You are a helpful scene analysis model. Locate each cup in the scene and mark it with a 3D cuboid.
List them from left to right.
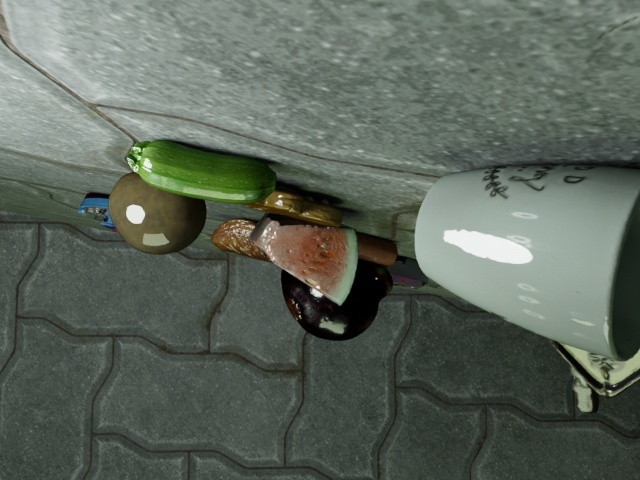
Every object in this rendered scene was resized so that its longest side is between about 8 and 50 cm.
[{"bbox_3d":[0.260,-0.005,0.683,0.257,0.187,0.234,-20,-155,-40],"label":"cup"}]

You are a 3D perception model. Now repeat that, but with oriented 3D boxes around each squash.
[{"bbox_3d":[-0.173,-0.098,0.882,0.219,0.078,0.068,13,165,-3],"label":"squash"}]

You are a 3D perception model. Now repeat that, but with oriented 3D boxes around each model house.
[{"bbox_3d":[0.428,0.133,0.800,0.218,0.279,0.205,5,-144,38],"label":"model house"}]

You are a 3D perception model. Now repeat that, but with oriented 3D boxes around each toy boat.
[{"bbox_3d":[-0.559,-0.072,1.647,0.223,0.097,0.100,8,170,15],"label":"toy boat"}]

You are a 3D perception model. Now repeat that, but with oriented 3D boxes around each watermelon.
[{"bbox_3d":[-0.043,-0.001,1.238,0.318,0.148,0.226,31,-175,41],"label":"watermelon"}]

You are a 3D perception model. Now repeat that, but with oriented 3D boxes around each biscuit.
[{"bbox_3d":[-0.097,-0.076,1.062,0.301,0.049,0.197,14,180,-24],"label":"biscuit"}]

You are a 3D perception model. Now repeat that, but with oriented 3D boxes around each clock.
[{"bbox_3d":[0.180,0.084,1.834,0.253,0.084,0.186,15,172,-33],"label":"clock"}]

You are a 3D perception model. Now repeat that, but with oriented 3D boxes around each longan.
[{"bbox_3d":[-0.306,-0.056,1.136,0.187,0.168,0.167,31,-179,20],"label":"longan"}]

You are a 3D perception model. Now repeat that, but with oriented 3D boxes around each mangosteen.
[{"bbox_3d":[0.055,0.114,1.569,0.302,0.275,0.275,-28,-171,-21],"label":"mangosteen"}]

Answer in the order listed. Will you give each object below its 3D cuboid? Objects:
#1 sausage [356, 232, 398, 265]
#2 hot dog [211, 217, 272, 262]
[{"bbox_3d":[0.104,0.015,1.480,0.169,0.065,0.065,15,173,-23],"label":"sausage"},{"bbox_3d":[-0.182,0.000,1.634,0.226,0.099,0.160,11,173,10],"label":"hot dog"}]
